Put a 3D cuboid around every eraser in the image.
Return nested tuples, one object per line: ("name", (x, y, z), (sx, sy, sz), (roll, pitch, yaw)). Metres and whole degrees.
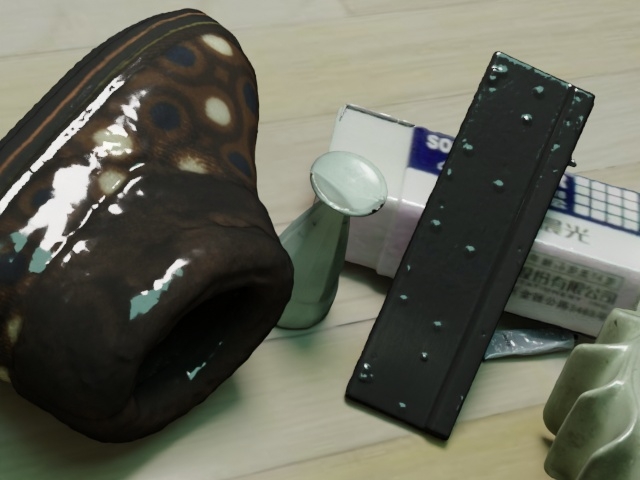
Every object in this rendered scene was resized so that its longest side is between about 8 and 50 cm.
("eraser", (0.136, -0.015, 1.665), (0.287, 0.086, 0.130), (17, 39, -2))

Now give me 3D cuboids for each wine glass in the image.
("wine glass", (0.000, 0.000, 1.562), (0.073, 0.155, 0.073), (14, 48, -16))

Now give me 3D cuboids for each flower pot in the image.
("flower pot", (0.365, 0.192, 1.543), (0.368, 0.164, 0.254), (9, 44, -13))

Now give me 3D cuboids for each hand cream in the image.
("hand cream", (0.174, 0.084, 1.654), (0.093, 0.019, 0.030), (-3, 52, -21))

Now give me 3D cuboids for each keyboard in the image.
("keyboard", (0.125, 0.004, 1.584), (0.101, 0.018, 0.309), (24, 84, -1))

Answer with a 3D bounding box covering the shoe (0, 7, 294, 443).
("shoe", (-0.122, -0.014, 1.511), (0.237, 0.171, 0.384), (30, 49, 13))
